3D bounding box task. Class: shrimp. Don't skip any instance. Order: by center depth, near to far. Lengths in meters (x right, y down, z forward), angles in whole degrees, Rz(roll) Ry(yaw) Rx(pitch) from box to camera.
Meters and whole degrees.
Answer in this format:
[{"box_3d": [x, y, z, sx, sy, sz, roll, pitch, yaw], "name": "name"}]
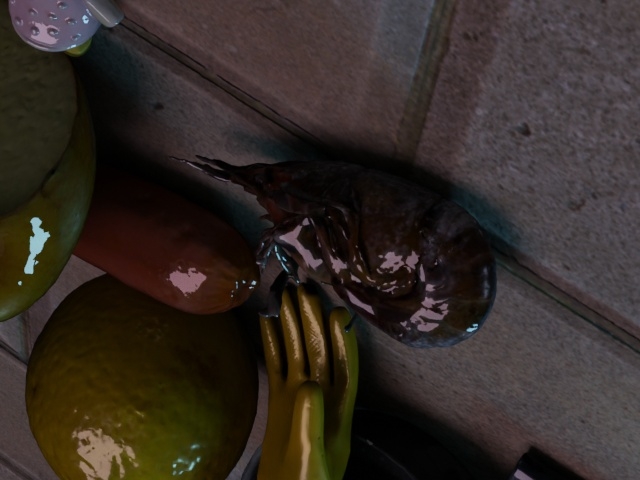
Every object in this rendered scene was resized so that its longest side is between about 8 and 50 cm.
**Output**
[{"box_3d": [0.004, -0.006, 1.448, 0.343, 0.116, 0.145, 25, 125, 31], "name": "shrimp"}]

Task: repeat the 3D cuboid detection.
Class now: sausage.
[{"box_3d": [-0.172, -0.004, 1.664, 0.259, 0.113, 0.113, 25, 149, 30], "name": "sausage"}]

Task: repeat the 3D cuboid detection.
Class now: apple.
[{"box_3d": [-0.312, -0.090, 1.580, 0.254, 0.179, 0.346, -52, 46, 30], "name": "apple"}]

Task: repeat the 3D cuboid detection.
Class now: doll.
[{"box_3d": [-0.224, -0.229, 1.433, 0.129, 0.081, 0.207, 28, 149, 5], "name": "doll"}]

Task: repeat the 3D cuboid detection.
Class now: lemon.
[{"box_3d": [-0.185, 0.156, 1.755, 0.267, 0.267, 0.267, 29, 150, 19], "name": "lemon"}]

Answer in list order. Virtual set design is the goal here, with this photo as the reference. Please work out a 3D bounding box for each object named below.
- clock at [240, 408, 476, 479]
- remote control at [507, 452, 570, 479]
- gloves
[{"box_3d": [0.061, 0.363, 1.785, 0.386, 0.076, 0.386, 22, 121, 42], "name": "clock"}, {"box_3d": [0.341, 0.335, 1.613, 0.377, 0.044, 0.107, 33, 155, 13], "name": "remote control"}, {"box_3d": [-0.022, 0.185, 1.679, 0.133, 0.116, 0.294, 8, 102, 39], "name": "gloves"}]
